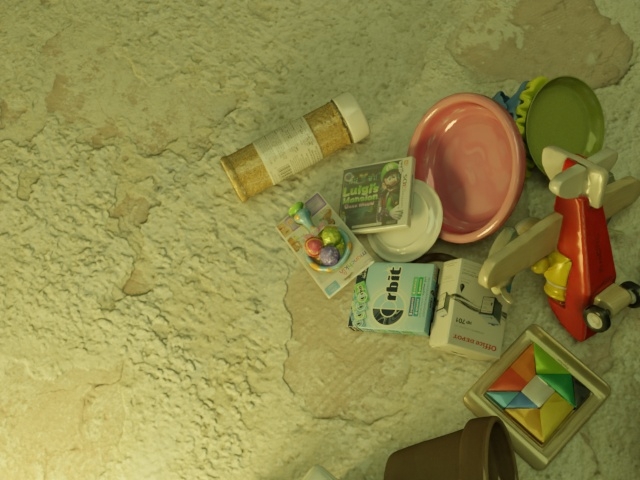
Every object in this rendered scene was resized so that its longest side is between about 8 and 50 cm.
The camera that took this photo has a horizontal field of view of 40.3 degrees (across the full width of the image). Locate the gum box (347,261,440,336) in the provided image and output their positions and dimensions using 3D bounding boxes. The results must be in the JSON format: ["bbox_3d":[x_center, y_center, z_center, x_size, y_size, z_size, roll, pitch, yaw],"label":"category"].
[{"bbox_3d":[0.162,0.127,1.933,0.184,0.041,0.157,1,69,29],"label":"gum box"}]

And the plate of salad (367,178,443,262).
[{"bbox_3d":[0.195,-0.044,2.003,0.199,0.048,0.200,-10,71,31],"label":"plate of salad"}]

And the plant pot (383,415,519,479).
[{"bbox_3d":[0.256,0.486,1.727,0.229,0.263,0.263,-9,67,24],"label":"plant pot"}]

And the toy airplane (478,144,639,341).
[{"bbox_3d":[0.503,-0.018,1.821,0.272,0.386,0.385,12,79,55],"label":"toy airplane"}]

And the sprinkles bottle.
[{"bbox_3d":[-0.060,-0.225,2.080,0.355,0.121,0.121,-28,69,-3],"label":"sprinkles bottle"}]

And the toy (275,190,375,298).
[{"bbox_3d":[0.000,0.000,2.004,0.137,0.056,0.237,-40,60,3],"label":"toy"}]

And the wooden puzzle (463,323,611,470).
[{"bbox_3d":[0.459,0.327,1.847,0.221,0.044,0.238,42,80,19],"label":"wooden puzzle"}]

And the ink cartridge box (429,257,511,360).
[{"bbox_3d":[0.325,0.150,1.877,0.139,0.082,0.191,17,73,-19],"label":"ink cartridge box"}]

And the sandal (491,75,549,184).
[{"bbox_3d":[0.433,-0.234,2.036,0.138,0.126,0.318,15,76,49],"label":"sandal"}]

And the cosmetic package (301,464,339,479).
[{"bbox_3d":[0.011,0.685,1.619,0.327,0.329,0.394,36,79,19],"label":"cosmetic package"}]

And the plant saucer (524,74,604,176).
[{"bbox_3d":[0.551,-0.254,1.993,0.240,0.037,0.241,-2,95,-29],"label":"plant saucer"}]

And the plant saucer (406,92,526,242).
[{"bbox_3d":[0.332,-0.160,1.943,0.084,0.332,0.332,-1,62,-39],"label":"plant saucer"}]

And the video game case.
[{"bbox_3d":[0.128,-0.101,2.020,0.190,0.022,0.173,-7,66,34],"label":"video game case"}]

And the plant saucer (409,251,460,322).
[{"bbox_3d":[0.263,0.109,1.963,0.168,0.029,0.169,-2,70,7],"label":"plant saucer"}]
